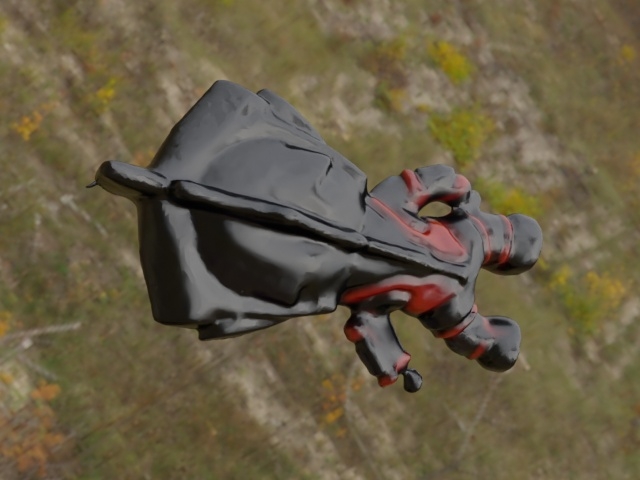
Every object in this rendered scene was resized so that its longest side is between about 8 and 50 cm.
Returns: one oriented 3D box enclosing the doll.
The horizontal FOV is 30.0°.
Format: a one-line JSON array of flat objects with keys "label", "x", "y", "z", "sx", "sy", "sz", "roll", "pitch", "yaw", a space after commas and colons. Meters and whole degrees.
[{"label": "doll", "x": -0.001, "y": 0.002, "z": 0.624, "sx": 0.249, "sy": 0.088, "sz": 0.127, "roll": 13, "pitch": 55, "yaw": -24}]
